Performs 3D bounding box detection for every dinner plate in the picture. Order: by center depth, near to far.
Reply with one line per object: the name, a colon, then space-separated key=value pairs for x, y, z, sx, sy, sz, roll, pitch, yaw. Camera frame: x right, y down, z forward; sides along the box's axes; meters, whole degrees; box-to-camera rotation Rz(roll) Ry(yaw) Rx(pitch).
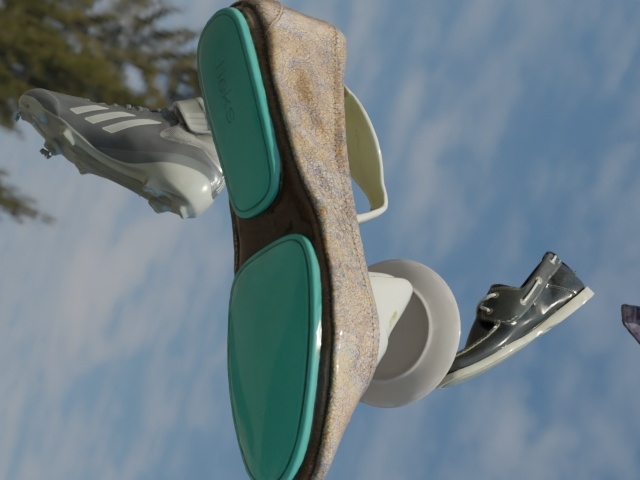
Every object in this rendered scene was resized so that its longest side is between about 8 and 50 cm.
dinner plate: x=0.063 y=0.085 z=1.477 sx=0.141 sy=0.017 sz=0.141 roll=-9 pitch=-107 yaw=29

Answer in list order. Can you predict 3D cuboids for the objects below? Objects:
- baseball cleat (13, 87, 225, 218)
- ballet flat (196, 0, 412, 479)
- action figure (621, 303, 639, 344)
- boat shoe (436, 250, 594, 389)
baseball cleat: x=-0.163 y=-0.093 z=1.389 sx=0.109 sy=0.206 sz=0.072 roll=-50 pitch=161 yaw=-24
ballet flat: x=0.000 y=0.000 z=0.961 sx=0.107 sy=0.106 sz=0.316 roll=-24 pitch=-113 yaw=51
action figure: x=0.339 y=-0.003 z=1.021 sx=0.285 sy=0.099 sz=0.185 roll=-30 pitch=-155 yaw=33
boat shoe: x=0.199 y=0.090 z=1.750 sx=0.233 sy=0.079 sz=0.084 roll=-32 pitch=174 yaw=-32
